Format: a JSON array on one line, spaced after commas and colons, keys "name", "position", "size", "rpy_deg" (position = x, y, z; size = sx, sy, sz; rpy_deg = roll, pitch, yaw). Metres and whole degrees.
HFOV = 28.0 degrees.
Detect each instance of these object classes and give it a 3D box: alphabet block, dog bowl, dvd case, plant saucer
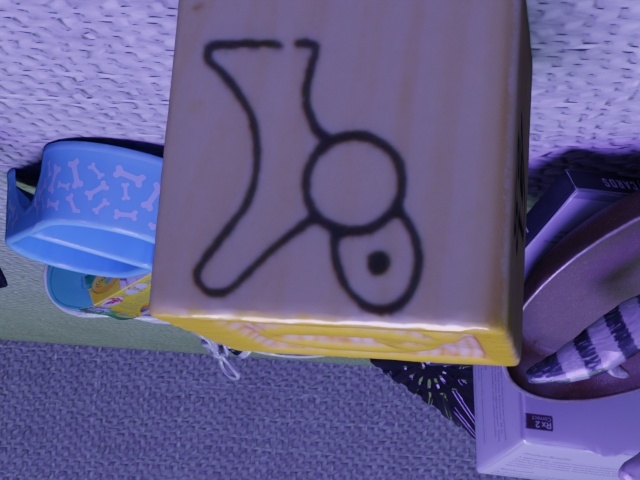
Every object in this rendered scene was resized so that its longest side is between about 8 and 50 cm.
[{"name": "alphabet block", "position": [0.023, -0.037, 0.738], "size": [0.192, 0.197, 0.193], "rpy_deg": [3, 170, 14]}, {"name": "dog bowl", "position": [-0.212, -0.021, 1.238], "size": [0.166, 0.074, 0.297], "rpy_deg": [17, 166, -25]}, {"name": "dvd case", "position": [0.217, 0.032, 1.128], "size": [0.179, 0.030, 0.239], "rpy_deg": [4, 138, -33]}, {"name": "plant saucer", "position": [0.292, 0.036, 1.104], "size": [0.310, 0.050, 0.311], "rpy_deg": [-15, 146, -11]}]

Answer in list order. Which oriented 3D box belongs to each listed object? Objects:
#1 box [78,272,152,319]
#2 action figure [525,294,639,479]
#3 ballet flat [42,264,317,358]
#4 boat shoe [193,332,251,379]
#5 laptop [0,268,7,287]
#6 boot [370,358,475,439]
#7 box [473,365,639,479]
[{"name": "box", "position": [-0.191, 0.038, 1.496], "size": [0.179, 0.043, 0.105], "rpy_deg": [-30, 159, 14]}, {"name": "action figure", "position": [0.311, 0.051, 0.903], "size": [0.178, 0.330, 0.341], "rpy_deg": [34, -153, -5]}, {"name": "ballet flat", "position": [-0.144, 0.055, 1.619], "size": [0.400, 0.139, 0.139], "rpy_deg": [8, 170, 6]}, {"name": "boat shoe", "position": [-0.119, 0.113, 1.778], "size": [0.367, 0.157, 0.136], "rpy_deg": [8, 169, -21]}, {"name": "laptop", "position": [-0.434, -0.035, 1.134], "size": [0.264, 0.137, 0.234], "rpy_deg": [11, 168, -33]}, {"name": "boot", "position": [0.185, 0.082, 1.522], "size": [0.260, 0.348, 0.131], "rpy_deg": [-42, 173, -48]}, {"name": "box", "position": [0.261, 0.150, 1.329], "size": [0.181, 0.182, 0.119], "rpy_deg": [9, 153, -16]}]
